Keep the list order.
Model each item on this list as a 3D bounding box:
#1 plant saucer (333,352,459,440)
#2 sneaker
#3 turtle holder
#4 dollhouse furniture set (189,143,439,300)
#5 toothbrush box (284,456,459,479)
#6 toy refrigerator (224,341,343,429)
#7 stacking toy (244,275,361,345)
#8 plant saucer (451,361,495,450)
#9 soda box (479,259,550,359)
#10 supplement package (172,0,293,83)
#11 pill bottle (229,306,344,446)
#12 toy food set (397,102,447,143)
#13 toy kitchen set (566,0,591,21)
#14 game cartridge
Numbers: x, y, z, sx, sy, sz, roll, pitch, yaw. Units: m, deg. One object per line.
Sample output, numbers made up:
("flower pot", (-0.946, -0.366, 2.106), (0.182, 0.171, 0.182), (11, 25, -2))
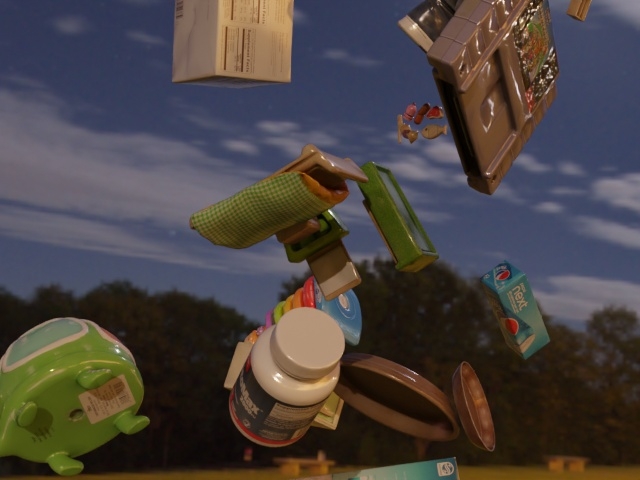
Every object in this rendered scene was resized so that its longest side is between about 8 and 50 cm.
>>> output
("plant saucer", (0.133, 0.287, 1.890), (0.278, 0.041, 0.278), (24, -25, 12))
("sneaker", (0.264, -0.345, 1.735), (0.226, 0.163, 0.086), (42, 9, -23))
("turtle holder", (-0.485, 0.281, 1.843), (0.243, 0.320, 0.227), (37, 10, -46))
("dollhouse furniture set", (0.000, 0.000, 1.326), (0.198, 0.151, 0.301), (-31, -13, 17))
("toothbrush box", (0.081, 0.463, 1.760), (0.296, 0.126, 0.216), (-7, -17, -6))
("toy refrigerator", (-0.066, 0.310, 2.161), (0.094, 0.102, 0.270), (0, -25, 45))
("stacking toy", (-0.067, 0.199, 2.451), (0.302, 0.175, 0.166), (-26, -42, 25))
("plant saucer", (0.276, 0.305, 1.859), (0.029, 0.168, 0.168), (-19, -16, 18))
("soda box", (0.397, 0.143, 2.075), (0.067, 0.071, 0.210), (43, -15, 52))
("supplement package", (-0.153, -0.405, 1.781), (0.145, 0.261, 0.204), (2, 3, -29))
("pill bottle", (-0.037, 0.158, 1.200), (0.108, 0.107, 0.180), (6, -38, -17))
("toy food set", (0.182, -0.220, 1.884), (0.019, 0.077, 0.122), (10, -15, -41))
("toy kitchen set", (0.433, -0.361, 1.541), (0.083, 0.075, 0.068), (25, 9, 34))
("game cartridge", (0.272, -0.247, 1.528), (0.068, 0.230, 0.355), (31, -14, 30))
